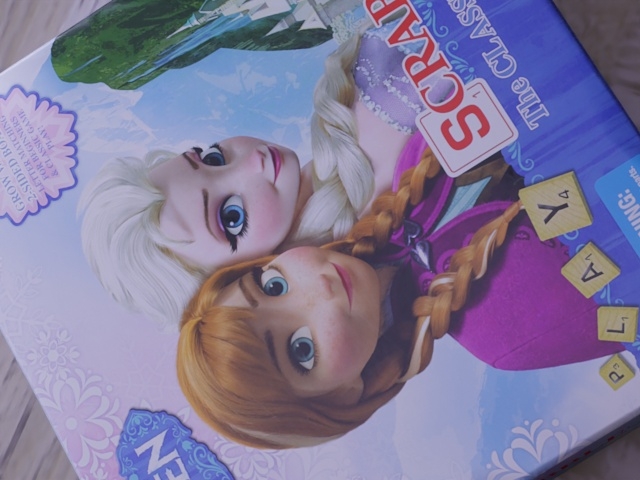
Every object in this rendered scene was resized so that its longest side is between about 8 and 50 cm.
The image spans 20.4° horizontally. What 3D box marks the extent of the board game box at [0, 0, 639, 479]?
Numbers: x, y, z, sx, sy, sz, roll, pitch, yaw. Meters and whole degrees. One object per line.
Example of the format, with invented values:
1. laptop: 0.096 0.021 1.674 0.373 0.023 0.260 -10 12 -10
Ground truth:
1. board game box: 0.000 0.000 0.876 0.318 0.066 0.319 -33 74 5
